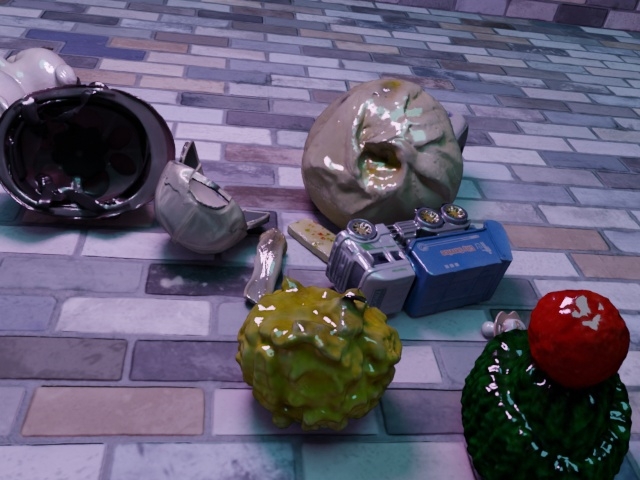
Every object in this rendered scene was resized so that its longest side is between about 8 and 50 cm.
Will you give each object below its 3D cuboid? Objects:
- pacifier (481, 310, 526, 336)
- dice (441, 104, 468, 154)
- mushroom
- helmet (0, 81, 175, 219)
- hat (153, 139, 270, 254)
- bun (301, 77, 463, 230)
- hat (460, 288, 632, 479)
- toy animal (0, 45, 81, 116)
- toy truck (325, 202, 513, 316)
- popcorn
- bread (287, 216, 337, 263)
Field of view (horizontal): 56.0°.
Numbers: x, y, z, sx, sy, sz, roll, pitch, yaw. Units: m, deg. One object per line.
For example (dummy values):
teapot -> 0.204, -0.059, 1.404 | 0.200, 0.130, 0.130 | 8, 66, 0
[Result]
pacifier -> 0.333, 0.170, 1.112 | 0.078, 0.081, 0.099 | 0, -5, 45
dice -> 0.249, -0.229, 1.504 | 0.193, 0.194, 0.192 | 21, 37, 18
mushroom -> -0.105, 0.056, 1.169 | 0.059, 0.054, 0.202 | 5, 42, 4
helmet -> -0.482, -0.176, 1.238 | 0.338, 0.271, 0.197 | -9, 9, -20
hat -> -0.236, -0.073, 1.222 | 0.232, 0.161, 0.275 | 47, 12, -12
bun -> 0.120, -0.183, 1.294 | 0.365, 0.365, 0.219 | 23, -4, 18
hat -> 0.341, 0.199, 0.841 | 0.242, 0.332, 0.274 | 7, 39, -1
toy animal -> -0.725, -0.337, 1.430 | 0.247, 0.183, 0.310 | 20, 38, 13
toy truck -> 0.202, 0.040, 1.178 | 0.367, 0.146, 0.175 | -9, 45, -24
popcorn -> -0.003, 0.160, 0.907 | 0.249, 0.225, 0.249 | 2, 35, -2
bread -> 0.000, 0.000, 1.281 | 0.068, 0.028, 0.153 | -25, 47, -35
